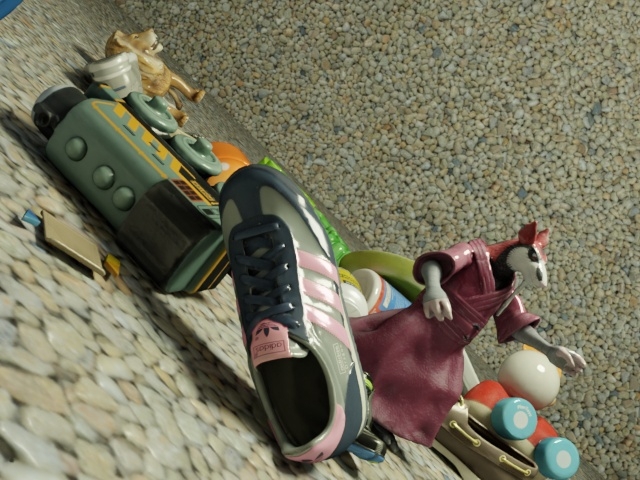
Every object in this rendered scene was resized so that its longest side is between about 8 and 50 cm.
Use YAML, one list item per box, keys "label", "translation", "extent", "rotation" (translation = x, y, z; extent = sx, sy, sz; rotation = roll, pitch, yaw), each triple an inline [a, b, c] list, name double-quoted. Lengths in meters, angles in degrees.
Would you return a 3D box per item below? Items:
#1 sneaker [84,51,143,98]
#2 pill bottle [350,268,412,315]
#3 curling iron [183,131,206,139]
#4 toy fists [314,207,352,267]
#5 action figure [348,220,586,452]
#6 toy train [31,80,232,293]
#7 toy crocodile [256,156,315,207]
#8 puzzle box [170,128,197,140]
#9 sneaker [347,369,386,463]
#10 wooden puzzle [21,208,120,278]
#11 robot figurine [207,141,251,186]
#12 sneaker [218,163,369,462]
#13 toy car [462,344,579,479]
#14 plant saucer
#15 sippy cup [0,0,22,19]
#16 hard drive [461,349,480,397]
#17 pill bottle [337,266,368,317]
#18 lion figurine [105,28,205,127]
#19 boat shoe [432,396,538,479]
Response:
- label: "sneaker"
  translation: [-0.401, -0.302, 1.528]
  extent: [0.281, 0.105, 0.115]
  rotation: [-121, -167, -74]
- label: "pill bottle"
  translation: [0.133, 0.163, 1.562]
  extent: [0.221, 0.124, 0.124]
  rotation: [39, 8, -31]
- label: "curling iron"
  translation: [-0.250, -0.187, 1.822]
  extent: [0.068, 0.035, 0.274]
  rotation: [6, -14, 23]
- label: "toy fists"
  translation: [0.000, 0.000, 1.893]
  extent: [0.142, 0.096, 0.279]
  rotation: [42, 6, -49]
- label: "action figure"
  translation: [0.185, 0.111, 1.105]
  extent: [0.248, 0.370, 0.275]
  rotation: [42, 6, -24]
- label: "toy train"
  translation: [-0.208, -0.071, 0.953]
  extent: [0.334, 0.142, 0.190]
  rotation: [45, 16, 14]
- label: "toy crocodile"
  translation: [-0.092, -0.092, 1.856]
  extent: [0.105, 0.115, 0.340]
  rotation: [39, 8, -45]
- label: "puzzle box"
  translation: [-0.141, -0.058, 1.623]
  extent: [0.409, 0.052, 0.272]
  rotation: [46, 7, 18]
- label: "sneaker"
  translation: [0.033, 0.194, 0.937]
  extent: [0.067, 0.078, 0.188]
  rotation: [40, 8, -30]
- label: "wooden puzzle"
  translation: [-0.242, 0.005, 0.757]
  extent: [0.116, 0.014, 0.078]
  rotation: [41, 3, -27]
- label: "robot figurine"
  translation: [-0.168, -0.095, 1.338]
  extent: [0.219, 0.128, 0.158]
  rotation: [-123, -170, -65]
- label: "sneaker"
  translation: [-0.036, 0.068, 0.787]
  extent: [0.318, 0.112, 0.131]
  rotation: [69, 17, 5]
- label: "toy car"
  translation: [0.389, 0.299, 1.447]
  extent: [0.210, 0.238, 0.219]
  rotation: [43, -21, -7]
- label: "plant saucer"
  translation: [0.147, 0.100, 1.616]
  extent: [0.241, 0.037, 0.241]
  rotation: [17, -27, 9]
- label: "sippy cup"
  translation: [-0.444, -0.333, 0.851]
  extent: [0.224, 0.240, 0.305]
  rotation: [53, 42, -19]
- label: "hard drive"
  translation: [0.307, 0.294, 1.705]
  extent: [0.307, 0.040, 0.203]
  rotation: [64, -1, -21]
- label: "pill bottle"
  translation: [0.026, 0.112, 1.316]
  extent: [0.103, 0.103, 0.184]
  rotation: [43, 6, -11]
- label: "lion figurine"
  translation: [-0.409, -0.388, 1.871]
  extent: [0.240, 0.142, 0.392]
  rotation: [34, -5, -16]
- label: "boat shoe"
  translation: [0.218, 0.304, 1.293]
  extent: [0.324, 0.096, 0.116]
  rotation: [44, 6, 1]
